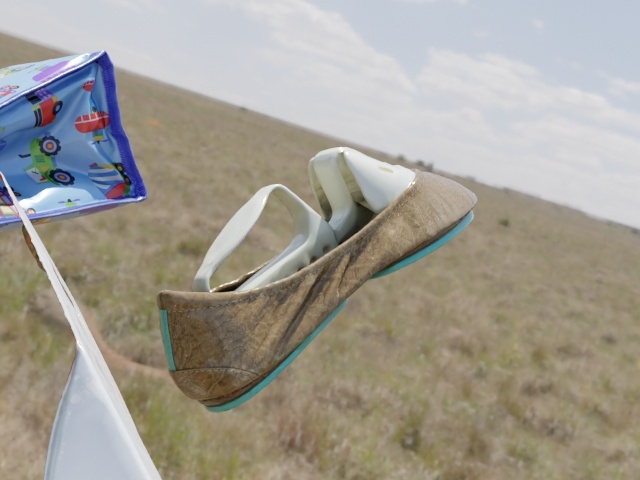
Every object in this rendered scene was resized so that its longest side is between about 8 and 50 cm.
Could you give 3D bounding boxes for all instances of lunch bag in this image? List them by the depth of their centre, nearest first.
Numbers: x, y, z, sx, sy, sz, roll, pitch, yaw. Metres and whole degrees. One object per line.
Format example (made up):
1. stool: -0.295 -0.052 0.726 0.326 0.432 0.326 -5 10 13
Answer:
1. lunch bag: -0.325 -0.044 0.801 0.221 0.138 0.293 -2 19 32

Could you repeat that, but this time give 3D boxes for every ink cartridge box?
1. ink cartridge box: -0.095 0.111 0.441 0.232 0.066 0.189 56 -15 15

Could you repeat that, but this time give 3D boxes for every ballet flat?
1. ballet flat: 0.000 0.000 0.832 0.342 0.124 0.116 -35 14 -32
